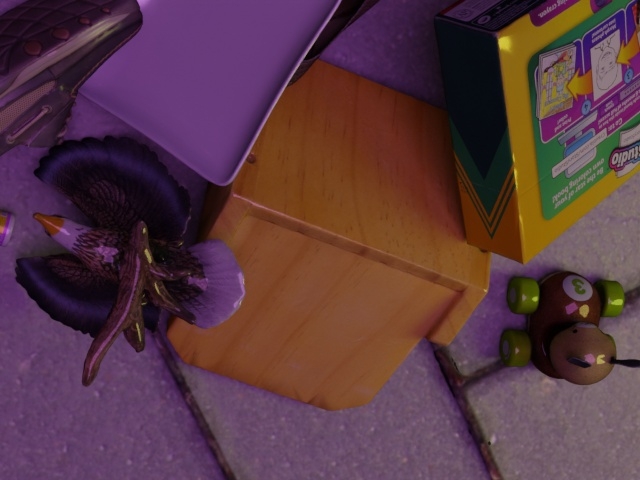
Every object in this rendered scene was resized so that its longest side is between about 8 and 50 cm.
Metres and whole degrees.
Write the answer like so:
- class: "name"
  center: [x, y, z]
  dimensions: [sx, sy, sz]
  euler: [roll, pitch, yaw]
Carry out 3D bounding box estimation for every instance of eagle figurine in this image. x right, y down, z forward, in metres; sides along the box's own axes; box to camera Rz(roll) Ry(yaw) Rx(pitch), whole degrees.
- class: "eagle figurine"
  center: [-0.247, 0.011, 1.727]
  dimensions: [0.226, 0.298, 0.225]
  euler: [-31, 111, -10]

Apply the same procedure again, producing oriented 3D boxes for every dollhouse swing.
- class: "dollhouse swing"
  center: [0.000, 0.000, 1.901]
  dimensions: [0.347, 0.305, 0.315]
  euler: [20, 56, -17]

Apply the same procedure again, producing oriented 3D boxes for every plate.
- class: "plate"
  center: [-0.132, -0.238, 1.745]
  dimensions: [0.277, 0.045, 0.278]
  euler: [34, 95, 26]

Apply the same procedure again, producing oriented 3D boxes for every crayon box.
- class: "crayon box"
  center: [0.307, -0.198, 1.785]
  dimensions: [0.363, 0.106, 0.313]
  euler: [-35, 131, -32]

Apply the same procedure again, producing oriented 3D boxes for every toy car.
- class: "toy car"
  center: [0.347, 0.131, 1.947]
  dimensions: [0.155, 0.188, 0.148]
  euler: [3, 103, -15]

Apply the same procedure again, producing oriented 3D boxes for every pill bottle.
- class: "pill bottle"
  center: [-0.420, -0.023, 1.800]
  dimensions: [0.083, 0.043, 0.043]
  euler: [16, 99, -16]

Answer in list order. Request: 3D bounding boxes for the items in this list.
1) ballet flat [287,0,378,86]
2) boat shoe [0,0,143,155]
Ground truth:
- class: "ballet flat"
  center: [0.001, -0.272, 1.795]
  dimensions: [0.250, 0.058, 0.084]
  euler: [-41, 100, -23]
- class: "boat shoe"
  center: [-0.362, -0.178, 1.750]
  dimensions: [0.355, 0.132, 0.130]
  euler: [-32, 134, -4]
